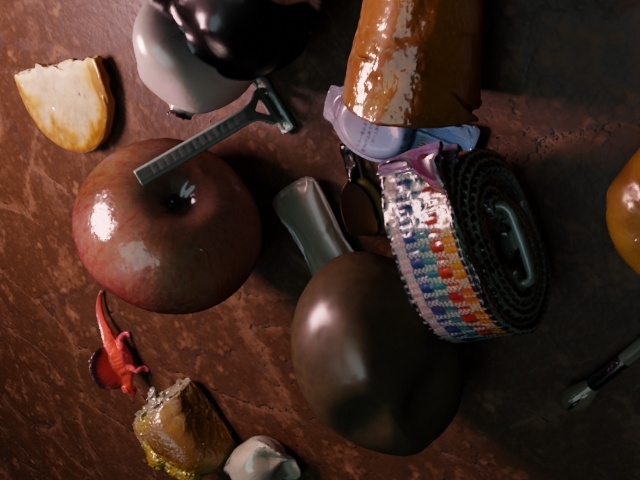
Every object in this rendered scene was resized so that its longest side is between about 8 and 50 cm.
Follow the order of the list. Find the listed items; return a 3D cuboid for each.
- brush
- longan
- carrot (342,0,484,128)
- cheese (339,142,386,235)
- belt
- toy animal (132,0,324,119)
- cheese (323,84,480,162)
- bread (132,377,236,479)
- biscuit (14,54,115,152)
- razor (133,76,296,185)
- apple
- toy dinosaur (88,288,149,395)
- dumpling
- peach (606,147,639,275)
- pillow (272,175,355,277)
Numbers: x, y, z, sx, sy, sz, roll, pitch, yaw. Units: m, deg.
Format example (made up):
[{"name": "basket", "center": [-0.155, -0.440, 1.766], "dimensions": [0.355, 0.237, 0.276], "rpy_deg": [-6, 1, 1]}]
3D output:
[{"name": "brush", "center": [0.445, 0.166, 1.035], "dimensions": [0.042, 0.039, 0.299], "rpy_deg": [13, 134, -20]}, {"name": "longan", "center": [0.092, 0.183, 1.158], "dimensions": [0.289, 0.288, 0.350], "rpy_deg": [-5, 123, 40]}, {"name": "carrot", "center": [0.128, -0.293, 0.927], "dimensions": [0.196, 0.196, 0.254], "rpy_deg": [20, 125, 29]}, {"name": "cheese", "center": [0.061, -0.086, 1.199], "dimensions": [0.086, 0.036, 0.162], "rpy_deg": [0, 114, 41]}, {"name": "belt", "center": [0.218, -0.003, 1.010], "dimensions": [0.161, 0.207, 0.294], "rpy_deg": [-13, 98, 46]}, {"name": "toy animal", "center": [-0.155, -0.326, 1.099], "dimensions": [0.251, 0.251, 0.310], "rpy_deg": [53, 139, 2]}, {"name": "cheese", "center": [0.115, -0.168, 1.098], "dimensions": [0.245, 0.052, 0.135], "rpy_deg": [26, 131, 13]}, {"name": "bread", "center": [-0.350, 0.464, 1.738], "dimensions": [0.196, 0.176, 0.246], "rpy_deg": [-31, 93, 42]}, {"name": "biscuit", "center": [-0.537, -0.290, 1.554], "dimensions": [0.309, 0.040, 0.204], "rpy_deg": [2, 115, 38]}, {"name": "razor", "center": [-0.182, -0.172, 1.196], "dimensions": [0.111, 0.278, 0.056], "rpy_deg": [59, 164, -4]}, {"name": "apple", "center": [-0.271, -0.034, 1.300], "dimensions": [0.345, 0.345, 0.269], "rpy_deg": [45, 134, 9]}, {"name": "toy dinosaur", "center": [-0.542, 0.278, 1.810], "dimensions": [0.070, 0.139, 0.286], "rpy_deg": [-13, 105, 41]}, {"name": "dumpling", "center": [-0.129, 0.516, 1.648], "dimensions": [0.151, 0.124, 0.229], "rpy_deg": [26, 146, -23]}, {"name": "peach", "center": [0.467, -0.033, 0.834], "dimensions": [0.251, 0.153, 0.251], "rpy_deg": [25, 129, 35]}, {"name": "pillow", "center": [0.000, 0.000, 1.294], "dimensions": [0.131, 0.038, 0.232], "rpy_deg": [-22, 99, 44]}]
